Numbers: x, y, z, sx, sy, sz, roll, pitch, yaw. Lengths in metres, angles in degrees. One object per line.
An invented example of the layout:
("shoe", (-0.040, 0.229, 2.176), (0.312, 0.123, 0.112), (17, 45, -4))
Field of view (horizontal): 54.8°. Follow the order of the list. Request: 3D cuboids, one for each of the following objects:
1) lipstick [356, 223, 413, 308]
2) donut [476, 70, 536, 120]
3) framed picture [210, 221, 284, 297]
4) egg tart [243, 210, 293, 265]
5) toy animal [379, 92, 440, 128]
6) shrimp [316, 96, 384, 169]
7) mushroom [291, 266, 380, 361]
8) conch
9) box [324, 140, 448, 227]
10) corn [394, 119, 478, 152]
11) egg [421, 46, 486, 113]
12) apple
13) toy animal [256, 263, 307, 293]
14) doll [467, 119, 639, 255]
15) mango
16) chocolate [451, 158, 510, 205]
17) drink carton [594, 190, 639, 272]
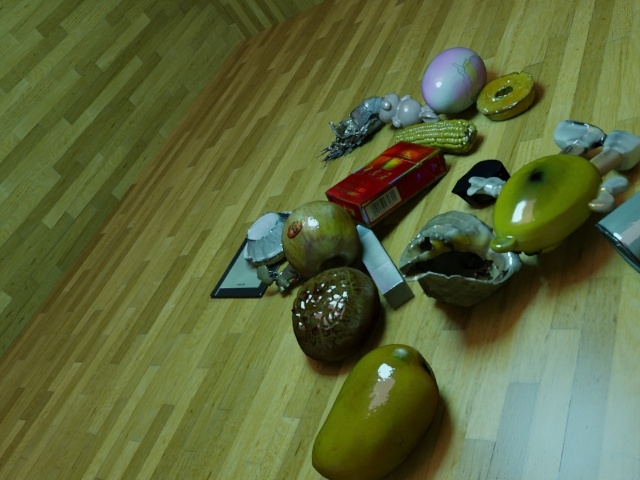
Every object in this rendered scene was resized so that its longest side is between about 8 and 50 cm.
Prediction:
("lipstick", (0.156, 0.058, 1.657), (0.068, 0.066, 0.317), (-35, 32, 5))
("donut", (0.557, -0.423, 1.837), (0.178, 0.065, 0.162), (-1, 54, 44))
("framed picture", (-0.211, 0.054, 2.093), (0.265, 0.016, 0.347), (-6, 45, 42))
("egg tart", (-0.166, -0.021, 2.038), (0.234, 0.094, 0.234), (-26, 33, 18))
("toy animal", (0.305, -0.423, 2.080), (0.212, 0.124, 0.124), (21, 61, 19))
("shrimp", (0.105, -0.388, 2.213), (0.343, 0.116, 0.145), (-41, -12, 22))
("mushroom", (0.035, 0.184, 1.550), (0.253, 0.153, 0.253), (-26, 46, 30))
("conch", (0.306, 0.061, 1.387), (0.263, 0.186, 0.324), (18, 36, 40))
("box", (0.194, -0.174, 1.823), (0.313, 0.089, 0.197), (-35, 28, -18))
("corn", (0.346, -0.318, 1.892), (0.313, 0.102, 0.102), (12, 58, 52))
("egg", (0.416, -0.498, 1.933), (0.196, 0.196, 0.271), (-20, 16, 29))
("apple", (0.000, 0.000, 1.668), (0.211, 0.211, 0.188), (-37, 54, 5))
("toy animal", (-0.075, 0.093, 1.848), (0.214, 0.094, 0.186), (-36, 36, -7))
("doll", (0.521, -0.132, 1.387), (0.423, 0.161, 0.348), (-26, 29, 3))
("mango", (0.110, 0.356, 1.247), (0.317, 0.173, 0.211), (-51, 33, -5))
("chocolate", (0.426, -0.146, 1.619), (0.148, 0.080, 0.125), (-33, 20, 25))
("drink carton", (0.653, -0.032, 1.171), (0.189, 0.185, 0.191), (-45, 32, 14))
